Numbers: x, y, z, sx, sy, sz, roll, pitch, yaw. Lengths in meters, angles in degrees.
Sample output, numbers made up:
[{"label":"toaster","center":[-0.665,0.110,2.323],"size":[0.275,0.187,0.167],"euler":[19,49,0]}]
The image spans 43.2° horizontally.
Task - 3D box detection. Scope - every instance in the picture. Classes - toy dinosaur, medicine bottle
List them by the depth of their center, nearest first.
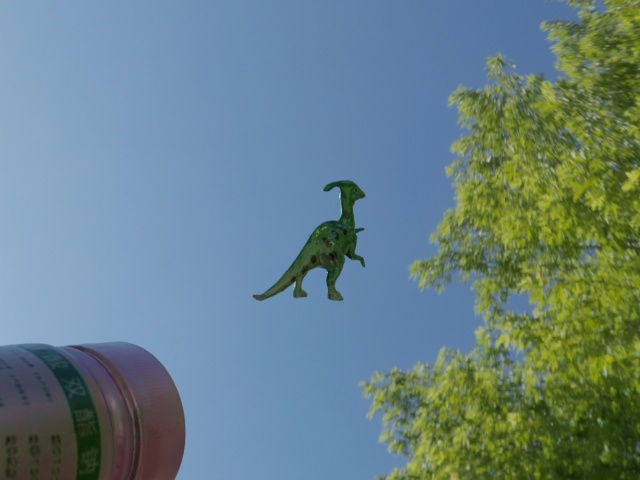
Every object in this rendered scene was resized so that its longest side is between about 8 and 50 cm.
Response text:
[{"label":"toy dinosaur","center":[0.000,0.000,0.408],"size":[0.021,0.083,0.062],"euler":[12,-81,36]},{"label":"medicine bottle","center":[-0.319,0.214,0.835],"size":[0.212,0.325,0.212],"euler":[-2,-95,31]}]
